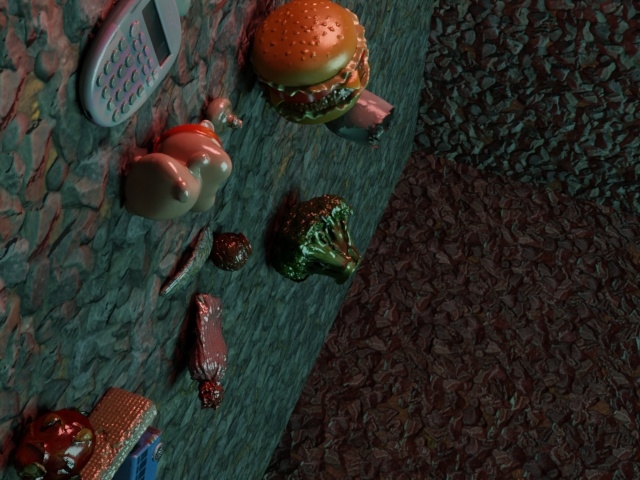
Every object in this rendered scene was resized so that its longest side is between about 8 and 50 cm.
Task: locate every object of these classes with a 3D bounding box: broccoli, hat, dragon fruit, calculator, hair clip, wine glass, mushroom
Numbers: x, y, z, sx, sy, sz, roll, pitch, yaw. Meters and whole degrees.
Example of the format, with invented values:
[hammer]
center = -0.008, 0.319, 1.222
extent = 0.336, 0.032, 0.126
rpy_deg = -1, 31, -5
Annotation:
[broccoli]
center = 0.000, 0.000, 2.353
extent = 0.321, 0.283, 0.304
rpy_deg = -51, 174, -9
[hat]
center = -0.288, 0.285, 1.917
extent = 0.236, 0.107, 0.286
rpy_deg = 65, 22, -71
[dragon fruit]
center = -0.458, 0.351, 1.348
extent = 0.246, 0.125, 0.125
rpy_deg = -119, -147, -86
[calculator]
center = -0.293, -0.313, 1.218
extent = 0.185, 0.041, 0.298
rpy_deg = 84, 30, -62
[hair clip]
center = -0.295, 0.051, 1.729
extent = 0.229, 0.036, 0.066
rpy_deg = -59, 156, -43
[wine glass]
center = 0.024, -0.345, 1.884
extent = 0.143, 0.321, 0.143
rpy_deg = -58, 166, -24
[mushroom]
center = -0.201, -0.255, 1.590
extent = 0.085, 0.079, 0.085
rpy_deg = 22, 90, -76

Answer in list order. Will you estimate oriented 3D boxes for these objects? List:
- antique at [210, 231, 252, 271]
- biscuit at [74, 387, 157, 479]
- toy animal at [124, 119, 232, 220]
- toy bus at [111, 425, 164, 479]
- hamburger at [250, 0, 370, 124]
[antique]
center = -0.224, 0.029, 1.860
extent = 0.104, 0.104, 0.104
rpy_deg = 19, 90, -77
[biscuit]
center = -0.428, 0.400, 1.501
extent = 0.239, 0.108, 0.061
rpy_deg = -58, 160, -44
[toy animal]
center = -0.257, -0.123, 1.393
extent = 0.197, 0.171, 0.171
rpy_deg = -51, 156, -48
[toy bus]
center = -0.430, 0.520, 1.655
extent = 0.133, 0.116, 0.233
rpy_deg = -42, 146, -64
[hamburger]
center = -0.026, -0.415, 1.694
extent = 0.212, 0.275, 0.274
rpy_deg = 70, 40, -59
